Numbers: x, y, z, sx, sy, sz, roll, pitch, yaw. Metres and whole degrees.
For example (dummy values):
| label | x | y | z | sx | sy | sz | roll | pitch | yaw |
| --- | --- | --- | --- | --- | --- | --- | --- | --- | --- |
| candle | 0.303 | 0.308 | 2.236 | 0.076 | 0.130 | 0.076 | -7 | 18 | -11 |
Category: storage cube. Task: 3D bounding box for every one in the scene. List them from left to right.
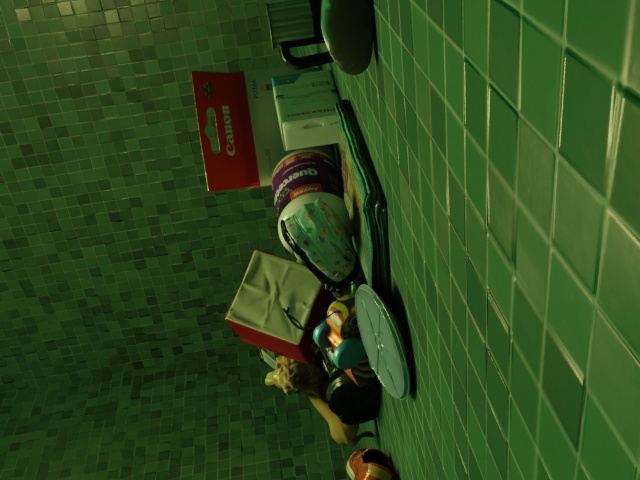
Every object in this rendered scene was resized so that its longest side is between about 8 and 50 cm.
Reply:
| label | x | y | z | sx | sy | sz | roll | pitch | yaw |
| --- | --- | --- | --- | --- | --- | --- | --- | --- | --- |
| storage cube | -0.089 | 0.157 | 1.712 | 0.193 | 0.215 | 0.184 | 75 | -144 | -68 |

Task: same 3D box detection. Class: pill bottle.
| label | x | y | z | sx | sy | sz | roll | pitch | yaw |
| --- | --- | --- | --- | --- | --- | --- | --- | --- | --- |
| pill bottle | -0.019 | -0.076 | 1.768 | 0.323 | 0.181 | 0.182 | -104 | 5 | -56 |

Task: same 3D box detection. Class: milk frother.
| label | x | y | z | sx | sy | sz | roll | pitch | yaw |
| --- | --- | --- | --- | --- | --- | --- | --- | --- | --- |
| milk frother | -0.024 | -0.383 | 1.280 | 0.143 | 0.134 | 0.129 | 88 | 172 | -69 |

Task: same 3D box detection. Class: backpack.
| label | x | y | z | sx | sy | sz | roll | pitch | yaw |
| --- | --- | --- | --- | --- | --- | --- | --- | --- | --- |
| backpack | 0.000 | 0.000 | 1.483 | 0.182 | 0.115 | 0.152 | 49 | -178 | -47 |

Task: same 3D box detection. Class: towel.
| label | x | y | z | sx | sy | sz | roll | pitch | yaw |
| --- | --- | --- | --- | --- | --- | --- | --- | --- | --- |
| towel | 0.073 | -0.065 | 1.374 | 0.370 | 0.040 | 0.271 | -102 | 5 | -51 |

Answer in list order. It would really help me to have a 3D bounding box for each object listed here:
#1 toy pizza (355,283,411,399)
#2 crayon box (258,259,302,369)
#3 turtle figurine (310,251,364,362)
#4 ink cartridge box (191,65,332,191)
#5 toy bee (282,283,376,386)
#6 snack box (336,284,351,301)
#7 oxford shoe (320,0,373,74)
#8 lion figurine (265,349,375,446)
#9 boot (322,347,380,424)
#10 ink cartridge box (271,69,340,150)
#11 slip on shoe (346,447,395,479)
| label | x | y | z | sx | sy | sz | roll | pitch | yaw |
| --- | --- | --- | --- | --- | --- | --- | --- | --- | --- |
| toy pizza | 0.109 | 0.166 | 1.224 | 0.201 | 0.032 | 0.201 | 162 | 90 | -76 |
| crayon box | -0.048 | 0.195 | 2.100 | 0.106 | 0.313 | 0.363 | 37 | 159 | 19 |
| turtle figurine | 0.060 | 0.153 | 1.636 | 0.175 | 0.118 | 0.234 | -40 | -47 | -53 |
| ink cartridge box | -0.139 | -0.296 | 1.914 | 0.091 | 0.385 | 0.308 | -5 | 94 | 44 |
| toy bee | 0.071 | 0.177 | 1.461 | 0.195 | 0.162 | 0.298 | 46 | 176 | 23 |
| snack box | 0.065 | 0.124 | 1.878 | 0.174 | 0.070 | 0.207 | -108 | 10 | -68 |
| oxford shoe | 0.040 | -0.337 | 1.011 | 0.076 | 0.076 | 0.212 | -38 | -58 | -58 |
| lion figurine | 0.020 | 0.451 | 2.045 | 0.392 | 0.142 | 0.240 | 46 | -171 | -4 |
| boot | 0.064 | 0.312 | 1.893 | 0.348 | 0.131 | 0.260 | 85 | 175 | -63 |
| ink cartridge box | -0.028 | -0.295 | 1.642 | 0.191 | 0.139 | 0.082 | -102 | 5 | -45 |
| slip on shoe | 0.131 | 0.555 | 1.782 | 0.331 | 0.123 | 0.101 | 55 | -122 | -85 |
